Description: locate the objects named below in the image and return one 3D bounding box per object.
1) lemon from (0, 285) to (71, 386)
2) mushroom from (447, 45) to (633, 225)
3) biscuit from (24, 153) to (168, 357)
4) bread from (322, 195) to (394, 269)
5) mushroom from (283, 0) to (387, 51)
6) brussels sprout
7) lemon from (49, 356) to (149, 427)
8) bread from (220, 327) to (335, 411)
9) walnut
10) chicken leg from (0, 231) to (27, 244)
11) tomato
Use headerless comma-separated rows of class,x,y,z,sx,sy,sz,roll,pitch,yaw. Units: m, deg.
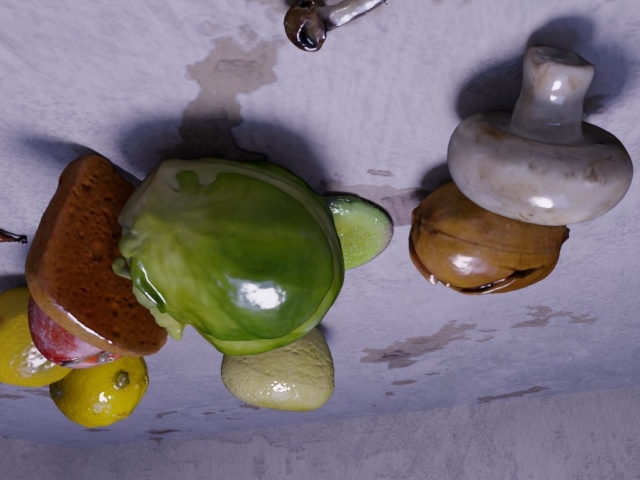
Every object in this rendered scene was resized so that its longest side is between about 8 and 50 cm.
lemon,-0.640,0.212,1.339,0.228,0.229,0.253,21,164,-38
mushroom,0.301,-0.142,0.810,0.243,0.244,0.244,-2,153,-1
biscuit,-0.327,0.031,0.945,0.052,0.277,0.262,-14,143,26
bread,0.005,-0.002,1.194,0.301,0.045,0.301,-3,152,-2
mushroom,0.041,-0.274,0.665,0.187,0.061,0.060,-25,117,21
brussels sprout,-0.124,0.016,0.956,0.314,0.276,0.371,-25,128,31
lemon,-0.610,0.384,1.659,0.260,0.261,0.284,9,146,-23
bread,-0.114,0.354,1.660,0.320,0.238,0.321,1,151,0
walnut,0.312,-0.006,1.055,0.336,0.209,0.209,0,154,-22
chicken leg,-0.635,-0.004,1.133,0.144,0.038,0.062,3,174,-9
tomato,-0.443,0.129,1.201,0.270,0.227,0.270,-16,165,-4
